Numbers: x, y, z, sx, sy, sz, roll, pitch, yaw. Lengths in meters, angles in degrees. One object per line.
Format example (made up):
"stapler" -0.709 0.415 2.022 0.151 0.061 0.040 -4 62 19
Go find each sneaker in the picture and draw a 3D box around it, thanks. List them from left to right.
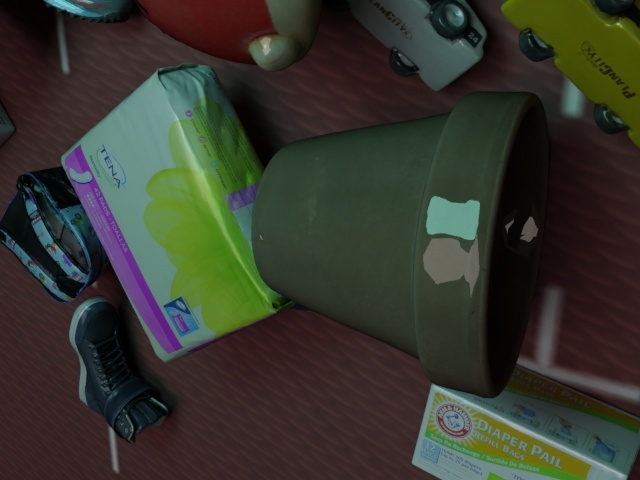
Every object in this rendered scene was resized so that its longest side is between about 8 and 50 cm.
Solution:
"sneaker" -0.325 -0.379 0.917 0.262 0.104 0.125 45 124 12
"sneaker" -0.302 0.203 1.119 0.163 0.086 0.226 32 133 33

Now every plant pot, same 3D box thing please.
"plant pot" 0.071 -0.008 0.675 0.229 0.263 0.262 8 112 25

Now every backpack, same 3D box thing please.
"backpack" -0.373 -0.005 1.079 0.173 0.117 0.158 51 127 9

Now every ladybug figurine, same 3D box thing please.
"ladybug figurine" -0.124 -0.346 0.659 0.305 0.162 0.449 100 152 -71

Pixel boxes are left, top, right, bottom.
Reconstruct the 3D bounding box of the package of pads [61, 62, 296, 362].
"package of pads" -0.156 -0.028 0.858 0.229 0.101 0.296 -27 90 38

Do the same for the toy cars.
"toy cars" 0.166 -0.204 0.656 0.394 0.087 0.176 24 154 27

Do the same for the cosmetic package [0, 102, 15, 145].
"cosmetic package" -0.611 -0.202 1.146 0.151 0.151 0.183 -30 90 37

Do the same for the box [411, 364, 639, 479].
"box" 0.214 0.212 0.771 0.203 0.103 0.114 22 118 26

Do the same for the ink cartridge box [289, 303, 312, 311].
"ink cartridge box" 0.000 0.000 0.864 0.333 0.065 0.165 0 107 33
